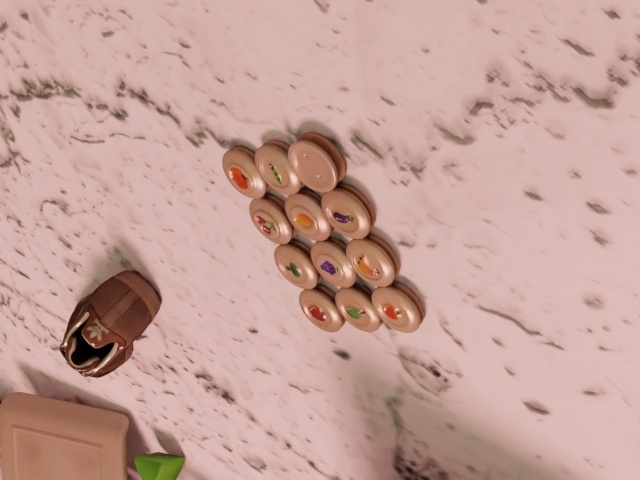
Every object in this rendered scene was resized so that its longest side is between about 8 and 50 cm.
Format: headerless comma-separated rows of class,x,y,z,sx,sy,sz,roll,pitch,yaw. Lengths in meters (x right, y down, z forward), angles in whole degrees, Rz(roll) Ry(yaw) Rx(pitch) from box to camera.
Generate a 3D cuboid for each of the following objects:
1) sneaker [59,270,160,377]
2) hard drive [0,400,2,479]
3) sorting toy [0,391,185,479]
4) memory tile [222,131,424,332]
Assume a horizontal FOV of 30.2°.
sneaker,-0.197,0.084,1.009,0.066,0.071,0.188,45,146,2
hard drive,-0.284,0.358,1.326,0.339,0.064,0.237,29,119,24
sorting toy,-0.254,0.260,1.210,0.347,0.047,0.196,5,95,35
memory tile,0.000,0.000,0.757,0.113,0.012,0.148,-3,122,49
